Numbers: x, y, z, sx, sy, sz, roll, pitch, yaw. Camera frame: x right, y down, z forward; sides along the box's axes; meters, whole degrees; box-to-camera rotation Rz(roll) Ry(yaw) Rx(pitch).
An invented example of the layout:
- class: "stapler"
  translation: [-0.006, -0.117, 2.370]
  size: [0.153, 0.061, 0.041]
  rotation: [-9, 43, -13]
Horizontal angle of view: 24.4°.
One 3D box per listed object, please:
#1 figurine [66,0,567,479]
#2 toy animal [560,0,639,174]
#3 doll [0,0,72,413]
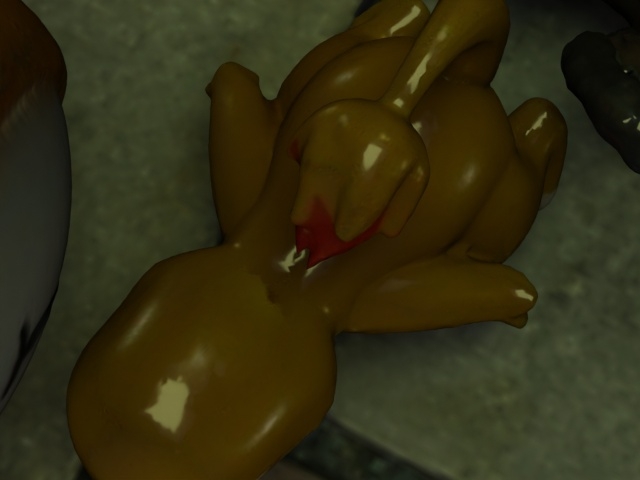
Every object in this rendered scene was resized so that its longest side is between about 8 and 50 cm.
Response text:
- class: "figurine"
  translation: [-0.001, 0.000, 0.407]
  size: [0.121, 0.122, 0.176]
  rotation: [37, 73, 6]
- class: "toy animal"
  translation: [0.137, -0.053, 0.436]
  size: [0.232, 0.148, 0.084]
  rotation: [38, 112, 6]
- class: "doll"
  translation: [-0.177, 0.017, 0.369]
  size: [0.213, 0.213, 0.236]
  rotation: [33, 113, 7]
